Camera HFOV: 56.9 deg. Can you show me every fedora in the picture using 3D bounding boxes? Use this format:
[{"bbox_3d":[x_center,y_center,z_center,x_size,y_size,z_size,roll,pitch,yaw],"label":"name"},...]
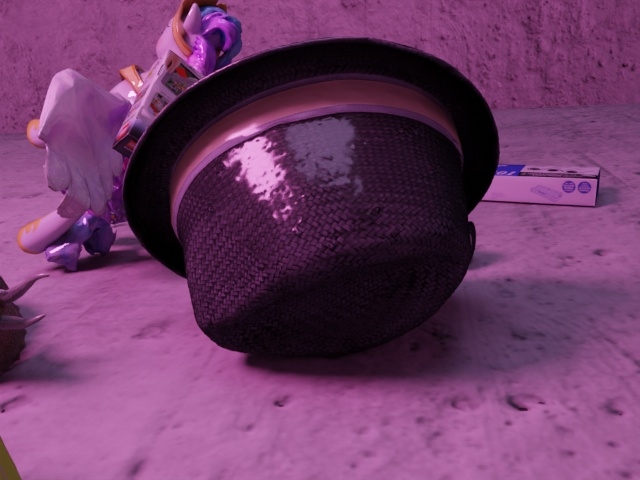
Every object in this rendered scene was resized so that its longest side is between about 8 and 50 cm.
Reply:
[{"bbox_3d":[0.000,0.000,0.496,0.335,0.333,0.152,-6,51,-5],"label":"fedora"}]

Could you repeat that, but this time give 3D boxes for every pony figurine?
[{"bbox_3d":[-0.227,-0.112,0.719,0.364,0.350,0.303,-30,-35,30],"label":"pony figurine"}]

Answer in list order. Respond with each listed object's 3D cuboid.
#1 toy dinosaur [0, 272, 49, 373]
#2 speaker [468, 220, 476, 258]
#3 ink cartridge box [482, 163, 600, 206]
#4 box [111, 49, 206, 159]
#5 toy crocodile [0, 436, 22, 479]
[{"bbox_3d":[-0.367,0.064,0.568,0.161,0.120,0.314,3,7,-31],"label":"toy dinosaur"},{"bbox_3d":[0.114,-0.004,0.719,0.136,0.055,0.055,9,22,33],"label":"speaker"},{"bbox_3d":[0.335,-0.093,0.956,0.207,0.046,0.097,5,19,26],"label":"ink cartridge box"},{"bbox_3d":[-0.096,-0.087,0.609,0.036,0.207,0.114,-21,45,44],"label":"box"},{"bbox_3d":[-0.315,0.121,0.336,0.341,0.115,0.105,1,24,20],"label":"toy crocodile"}]
